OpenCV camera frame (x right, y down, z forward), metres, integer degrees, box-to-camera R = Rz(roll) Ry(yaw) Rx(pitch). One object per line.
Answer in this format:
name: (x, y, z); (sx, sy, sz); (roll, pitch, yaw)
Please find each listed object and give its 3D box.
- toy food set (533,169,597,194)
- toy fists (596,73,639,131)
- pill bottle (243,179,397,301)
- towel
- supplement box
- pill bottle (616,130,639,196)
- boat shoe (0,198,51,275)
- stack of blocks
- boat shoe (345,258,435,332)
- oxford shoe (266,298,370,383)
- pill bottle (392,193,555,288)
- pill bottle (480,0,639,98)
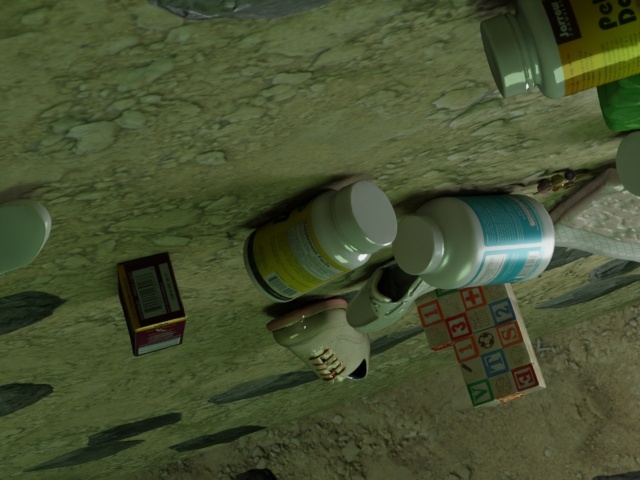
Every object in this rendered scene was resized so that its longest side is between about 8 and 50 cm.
toy food set: (0.395, -0.097, 2.070); (0.078, 0.019, 0.122); (-26, 170, 35)
toy fists: (0.403, -0.195, 1.530); (0.142, 0.096, 0.279); (-22, 175, 13)
pill bottle: (0.000, 0.000, 1.791); (0.209, 0.119, 0.119); (-27, 162, 36)
towel: (0.591, -0.025, 2.218); (0.332, 0.053, 0.317); (12, 161, -10)
supplement box: (-0.256, 0.100, 1.909); (0.081, 0.104, 0.188); (-14, 166, -12)
pill bottle: (0.572, -0.127, 1.943); (0.221, 0.121, 0.121); (-9, 164, -30)
boat shoe: (-0.382, 0.003, 1.496); (0.219, 0.077, 0.070); (-32, -166, 37)
stack of blocks: (0.284, 0.157, 2.335); (0.171, 0.297, 0.087); (-21, 165, 14)
boat shoe: (0.125, 0.085, 2.310); (0.096, 0.098, 0.277); (-1, 150, -45)
oxford shoe: (0.018, 0.208, 2.528); (0.141, 0.146, 0.397); (-21, 165, 21)
pill bottle: (0.239, 0.001, 2.004); (0.264, 0.146, 0.146); (-3, 160, -41)
pill bottle: (0.278, -0.217, 1.289); (0.215, 0.117, 0.117); (-18, 166, 3)
